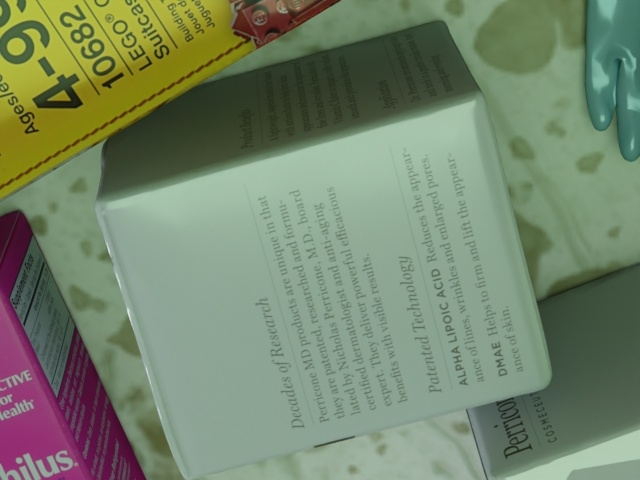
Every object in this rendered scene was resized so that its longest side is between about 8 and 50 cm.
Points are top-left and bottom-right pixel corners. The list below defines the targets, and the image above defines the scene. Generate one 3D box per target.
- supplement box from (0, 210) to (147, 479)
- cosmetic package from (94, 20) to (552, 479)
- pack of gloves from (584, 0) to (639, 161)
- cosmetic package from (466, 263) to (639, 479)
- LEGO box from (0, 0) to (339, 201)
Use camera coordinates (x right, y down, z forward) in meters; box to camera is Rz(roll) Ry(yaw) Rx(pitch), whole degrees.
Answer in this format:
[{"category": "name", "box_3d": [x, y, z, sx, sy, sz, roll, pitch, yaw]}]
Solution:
[{"category": "supplement box", "box_3d": [-0.167, 0.113, 0.961, 0.111, 0.114, 0.220, -21, 107, 5]}, {"category": "cosmetic package", "box_3d": [0.000, 0.000, 0.909, 0.184, 0.151, 0.151, -15, 110, 3]}, {"category": "pack of gloves", "box_3d": [0.222, -0.135, 0.896, 0.195, 0.046, 0.232, 4, 109, 18]}, {"category": "cosmetic package", "box_3d": [0.264, 0.081, 0.930, 0.366, 0.197, 0.155, -20, 108, 2]}, {"category": "LEGO box", "box_3d": [-0.206, -0.280, 0.778, 0.372, 0.193, 0.500, -30, 108, 7]}]
